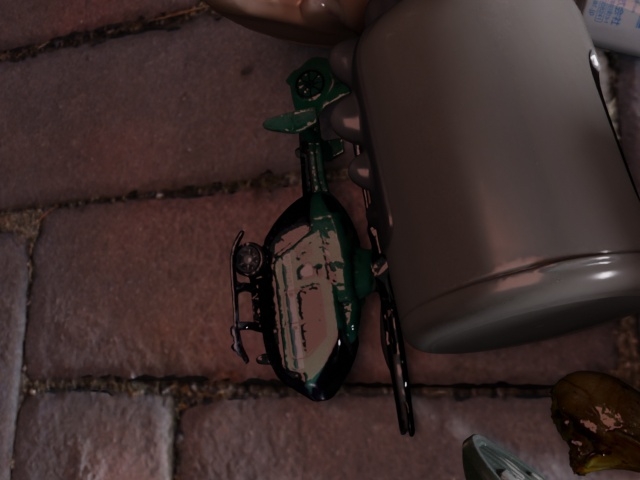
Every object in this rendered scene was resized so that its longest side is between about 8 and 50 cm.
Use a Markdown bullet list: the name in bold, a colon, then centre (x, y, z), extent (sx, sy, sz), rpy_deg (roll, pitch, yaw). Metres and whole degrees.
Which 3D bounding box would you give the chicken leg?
- **chicken leg**: centre (0.261, 0.174, 0.619), extent (0.178, 0.070, 0.093), rpy_deg (30, 114, 22)

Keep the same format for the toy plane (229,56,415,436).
- **toy plane**: centre (0.000, 0.000, 0.750), extent (0.155, 0.106, 0.381), rpy_deg (-9, 75, 15)

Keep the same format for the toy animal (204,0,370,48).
- **toy animal**: centre (-0.013, -0.311, 0.752), extent (0.195, 0.213, 0.256), rpy_deg (13, 86, 10)

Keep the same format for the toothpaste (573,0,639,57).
- **toothpaste**: centre (0.326, -0.190, 0.670), extent (0.299, 0.073, 0.114), rpy_deg (17, 85, 18)

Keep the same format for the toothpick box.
- **toothpick box**: centre (0.128, -0.077, 0.643), extent (0.229, 0.229, 0.316), rpy_deg (-18, 72, 19)

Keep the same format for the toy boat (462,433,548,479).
- **toy boat**: centre (0.217, 0.244, 0.611), extent (0.260, 0.078, 0.085), rpy_deg (39, 113, 24)
